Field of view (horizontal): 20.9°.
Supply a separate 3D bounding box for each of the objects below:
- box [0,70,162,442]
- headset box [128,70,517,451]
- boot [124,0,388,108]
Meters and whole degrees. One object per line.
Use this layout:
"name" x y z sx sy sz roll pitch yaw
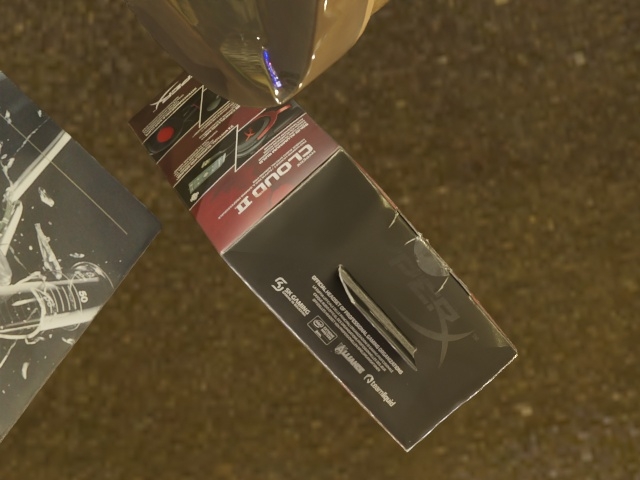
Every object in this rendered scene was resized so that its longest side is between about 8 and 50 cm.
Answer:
"box" -0.329 0.002 1.060 0.343 0.312 0.179 44 133 -12
"headset box" 0.000 0.000 1.234 0.110 0.293 0.218 -42 120 1
"boot" 0.023 -0.154 0.347 0.115 0.112 0.305 -39 166 -27
